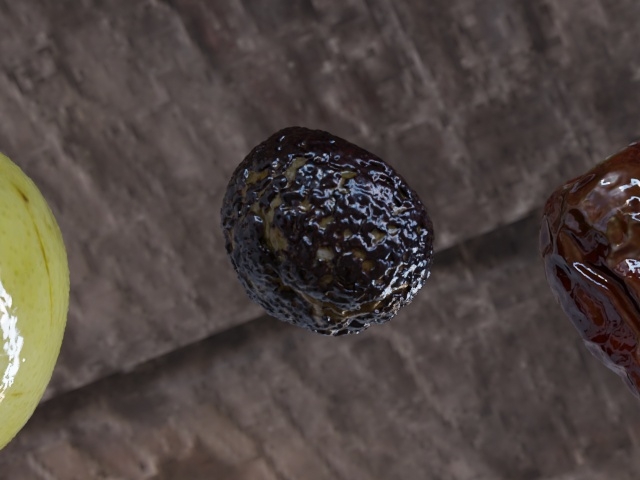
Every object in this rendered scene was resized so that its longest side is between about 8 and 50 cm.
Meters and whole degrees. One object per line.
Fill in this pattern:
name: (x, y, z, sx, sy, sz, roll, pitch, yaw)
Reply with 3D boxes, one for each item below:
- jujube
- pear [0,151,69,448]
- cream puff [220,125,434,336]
jujube: (0.369, 0.062, 1.627, 0.342, 0.216, 0.216, 61, 10, 25)
pear: (-0.362, 0.045, 1.174, 0.348, 0.348, 0.348, 60, 16, -30)
cream puff: (0.000, 0.000, 1.590, 0.165, 0.239, 0.239, -56, 132, -29)
